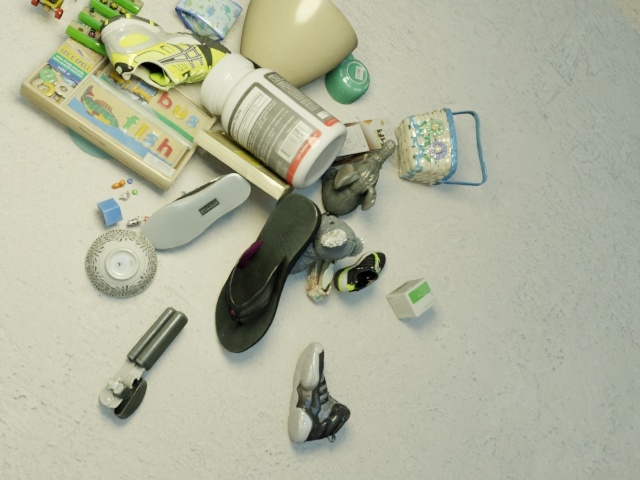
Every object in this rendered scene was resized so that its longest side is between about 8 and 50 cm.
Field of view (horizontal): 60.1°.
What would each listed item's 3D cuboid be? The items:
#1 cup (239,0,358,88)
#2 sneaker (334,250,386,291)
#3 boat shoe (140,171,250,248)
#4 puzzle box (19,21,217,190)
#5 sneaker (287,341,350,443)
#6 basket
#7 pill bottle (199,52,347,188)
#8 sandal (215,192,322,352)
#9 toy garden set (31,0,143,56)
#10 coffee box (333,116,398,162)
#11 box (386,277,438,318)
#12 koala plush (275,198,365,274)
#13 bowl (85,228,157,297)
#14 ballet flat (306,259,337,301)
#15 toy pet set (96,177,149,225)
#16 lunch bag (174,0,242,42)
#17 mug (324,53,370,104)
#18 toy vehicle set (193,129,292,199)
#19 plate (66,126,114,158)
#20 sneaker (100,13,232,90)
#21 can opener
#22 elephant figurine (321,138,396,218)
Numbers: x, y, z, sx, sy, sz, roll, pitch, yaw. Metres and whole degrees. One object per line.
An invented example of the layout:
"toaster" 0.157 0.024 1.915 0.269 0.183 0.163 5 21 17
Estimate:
"cup" -0.094 -0.567 1.576 0.331 0.331 0.237 37 90 -16
"sneaker" 0.140 0.101 1.630 0.234 0.097 0.084 -29 117 -42
"boat shoe" -0.326 -0.087 1.446 0.306 0.105 0.113 -37 110 -4
"puzzle box" -0.494 -0.344 1.414 0.409 0.052 0.272 35 54 -17
"sneaker" 0.005 0.421 1.521 0.153 0.101 0.269 15 79 -25
"basket" 0.402 -0.299 1.814 0.289 0.201 0.255 -4 80 -18
"pill bottle" -0.127 -0.320 1.463 0.363 0.210 0.210 40 63 9
"sandal" -0.159 0.077 1.405 0.446 0.167 0.107 -63 155 4
"toy garden set" -0.586 -0.608 1.410 0.204 0.049 0.244 28 50 -20
"coffee box" 0.090 -0.294 1.686 0.246 0.141 0.098 -15 87 -30
"box" 0.282 0.180 1.710 0.101 0.102 0.087 -30 96 -30
"koala plush" 0.000 0.000 1.506 0.196 0.221 0.203 29 67 -64
"bowl" -0.478 0.056 1.334 0.170 0.080 0.170 0 90 -20
"ballet flat" 0.020 0.061 1.613 0.091 0.077 0.241 17 72 -25
"toy pet set" -0.495 -0.092 1.382 0.114 0.065 0.122 -26 91 -29
"lunch bag" -0.322 -0.650 1.572 0.151 0.096 0.129 36 65 -27
"mug" 0.084 -0.523 1.755 0.129 0.097 0.158 -39 99 -28
"toy vehicle set" -0.194 -0.206 1.474 0.267 0.166 0.035 35 104 2
"plate" -0.551 -0.302 1.421 0.188 0.024 0.188 6 78 -27
"sneaker" -0.383 -0.457 1.445 0.384 0.145 0.147 -4 80 -46
"can opener" -0.425 0.291 1.347 0.280 0.074 0.093 -57 141 -23
"elephant figurine" 0.105 -0.170 1.611 0.169 0.239 0.186 -6 83 -29
